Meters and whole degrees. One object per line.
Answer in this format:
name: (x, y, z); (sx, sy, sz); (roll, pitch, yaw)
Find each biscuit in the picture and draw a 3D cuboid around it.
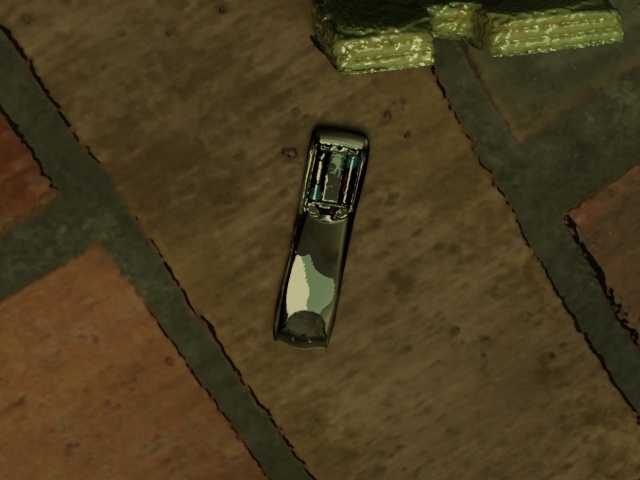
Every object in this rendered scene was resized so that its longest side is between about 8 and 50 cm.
biscuit: (0.120, -0.185, 1.482); (0.250, 0.147, 0.046); (-6, 110, -5)

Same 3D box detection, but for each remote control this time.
remote control: (0.000, 0.000, 1.593); (0.059, 0.028, 0.212); (7, 107, -10)
